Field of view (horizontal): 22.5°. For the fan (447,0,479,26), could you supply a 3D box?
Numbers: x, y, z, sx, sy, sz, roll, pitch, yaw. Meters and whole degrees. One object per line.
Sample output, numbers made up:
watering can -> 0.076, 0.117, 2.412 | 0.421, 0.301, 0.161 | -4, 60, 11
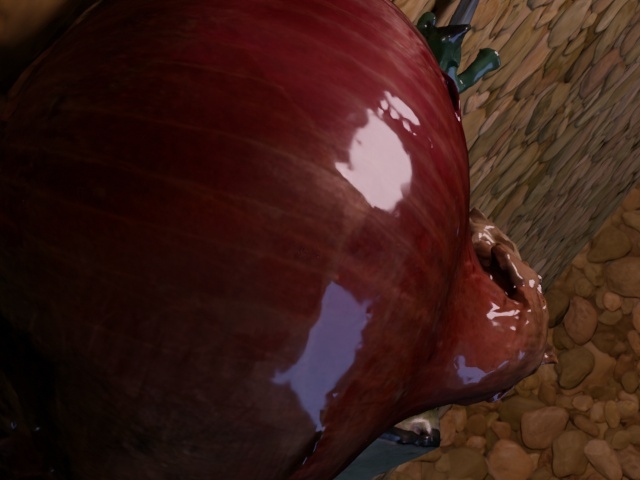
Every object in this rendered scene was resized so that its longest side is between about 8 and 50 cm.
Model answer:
fan -> 0.093, -0.132, 1.397 | 0.057, 0.023, 0.282 | -68, -178, -66

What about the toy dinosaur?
toy dinosaur -> 0.066, -0.119, 1.340 | 0.120, 0.079, 0.292 | -39, 176, -16

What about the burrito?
burrito -> -0.023, 0.169, 1.277 | 0.229, 0.089, 0.144 | -30, 145, 29

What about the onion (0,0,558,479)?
onion -> -0.067, 0.007, 0.889 | 0.353, 0.353, 0.353 | -45, 165, -16
